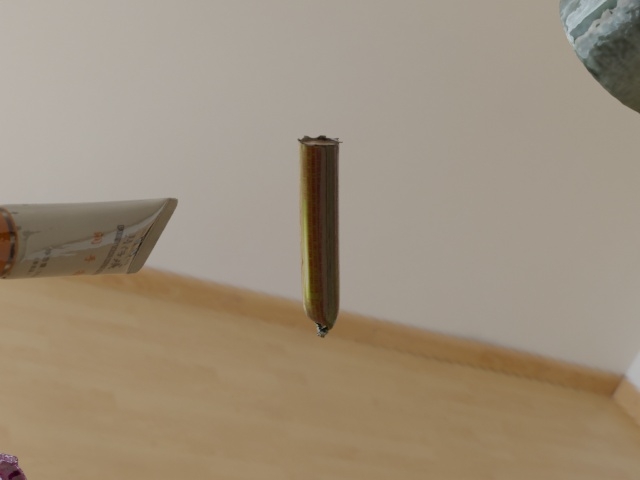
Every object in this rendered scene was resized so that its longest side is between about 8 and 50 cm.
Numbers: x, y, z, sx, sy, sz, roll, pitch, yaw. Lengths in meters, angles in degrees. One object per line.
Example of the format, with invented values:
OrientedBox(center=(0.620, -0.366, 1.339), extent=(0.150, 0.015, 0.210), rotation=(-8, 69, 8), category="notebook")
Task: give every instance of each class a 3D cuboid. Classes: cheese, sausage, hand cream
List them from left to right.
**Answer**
OrientedBox(center=(-0.415, 0.349, 1.429), extent=(0.095, 0.145, 0.038), rotation=(5, -9, 29), category="cheese")
OrientedBox(center=(-0.326, 0.002, 1.406), extent=(0.314, 0.140, 0.089), rotation=(-8, 48, -49), category="hand cream")
OrientedBox(center=(0.000, 0.000, 1.934), extent=(0.082, 0.372, 0.082), rotation=(0, 21, 0), category="sausage")

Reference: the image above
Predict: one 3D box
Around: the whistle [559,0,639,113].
OrientedBox(center=(0.411, -0.186, 1.121), extent=(0.188, 0.168, 0.405), rotation=(-30, 79, -45), category="whistle")
